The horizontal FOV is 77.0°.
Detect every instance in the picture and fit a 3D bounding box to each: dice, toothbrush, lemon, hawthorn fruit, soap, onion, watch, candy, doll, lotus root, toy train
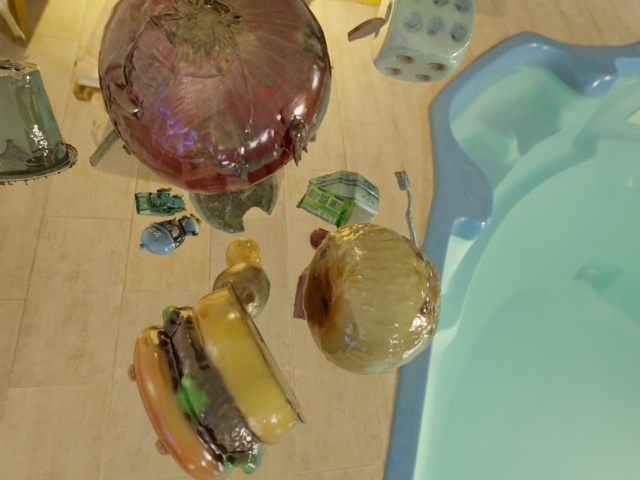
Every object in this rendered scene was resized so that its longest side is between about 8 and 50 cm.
[{"bbox_3d":[0.331,-0.699,1.339,0.268,0.262,0.264,10,93,-8],"label":"dice"},{"bbox_3d":[0.311,-0.043,1.366,0.035,0.042,0.413,-44,124,-49],"label":"toothbrush"},{"bbox_3d":[-0.295,0.069,1.557,0.142,0.187,0.142,6,34,-4],"label":"lemon"},{"bbox_3d":[0.000,0.000,1.459,0.093,0.093,0.093,6,66,-13],"label":"hawthorn fruit"},{"bbox_3d":[-0.001,0.195,1.680,0.182,0.112,0.289,15,79,-30],"label":"soap"},{"bbox_3d":[-0.150,-0.238,0.613,0.354,0.353,0.353,6,66,-13],"label":"onion"},{"bbox_3d":[-0.795,-0.394,1.628,0.102,0.268,0.165,56,21,3],"label":"watch"},{"bbox_3d":[0.016,-0.108,1.248,0.178,0.032,0.102,29,99,22],"label":"candy"},{"bbox_3d":[-0.700,-0.033,1.868,0.177,0.141,0.314,33,44,20],"label":"doll"},{"bbox_3d":[-0.256,0.174,1.247,0.183,0.182,0.310,32,19,0],"label":"lotus root"},{"bbox_3d":[-0.736,-0.178,1.881,0.155,0.269,0.115,-7,90,8],"label":"toy train"}]

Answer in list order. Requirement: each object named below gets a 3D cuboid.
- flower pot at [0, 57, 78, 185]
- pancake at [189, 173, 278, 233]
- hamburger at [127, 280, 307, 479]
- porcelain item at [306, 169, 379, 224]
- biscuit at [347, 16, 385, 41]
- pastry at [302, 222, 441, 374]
[{"bbox_3d":[-0.802,-0.311,1.027,0.291,0.259,0.290,7,34,-5],"label":"flower pot"},{"bbox_3d":[-0.223,-0.140,1.061,0.254,0.037,0.253,-11,110,-32],"label":"pancake"},{"bbox_3d":[-0.242,0.308,0.901,0.278,0.395,0.395,-29,77,-13],"label":"hamburger"},{"bbox_3d":[0.097,-0.185,1.778,0.286,0.282,0.157,25,64,-44],"label":"porcelain item"},{"bbox_3d":[0.089,-0.427,0.814,0.091,0.078,0.015,-38,108,-52],"label":"biscuit"},{"bbox_3d":[0.137,0.146,1.044,0.313,0.388,0.388,10,64,-23],"label":"pastry"}]
